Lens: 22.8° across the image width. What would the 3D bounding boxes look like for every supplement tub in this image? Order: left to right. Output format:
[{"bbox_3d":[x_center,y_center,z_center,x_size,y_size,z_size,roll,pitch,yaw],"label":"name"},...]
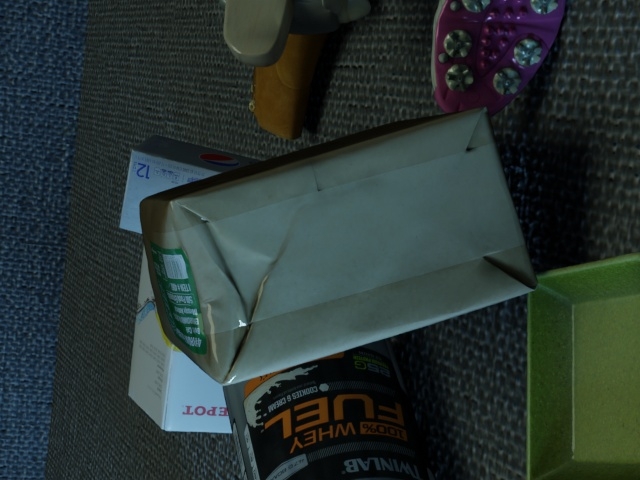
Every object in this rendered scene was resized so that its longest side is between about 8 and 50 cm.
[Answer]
[{"bbox_3d":[0.015,0.236,1.635,0.316,0.194,0.193,-107,30,-43],"label":"supplement tub"}]

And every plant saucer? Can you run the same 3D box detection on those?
[{"bbox_3d":[0.233,0.113,1.298,0.188,0.045,0.188,162,110,-68],"label":"plant saucer"}]

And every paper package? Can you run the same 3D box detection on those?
[{"bbox_3d":[0.000,0.000,1.466,0.325,0.310,0.168,-169,63,-77],"label":"paper package"}]

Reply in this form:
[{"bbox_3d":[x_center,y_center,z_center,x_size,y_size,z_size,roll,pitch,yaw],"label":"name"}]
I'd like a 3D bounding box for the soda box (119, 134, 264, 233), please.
[{"bbox_3d":[-0.075,-0.034,1.790,0.091,0.286,0.098,-56,-22,-70],"label":"soda box"}]

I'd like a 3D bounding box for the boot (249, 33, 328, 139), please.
[{"bbox_3d":[-0.025,-0.228,1.984,0.295,0.104,0.211,-135,47,-69],"label":"boot"}]

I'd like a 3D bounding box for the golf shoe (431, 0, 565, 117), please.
[{"bbox_3d":[0.168,-0.263,1.482,0.140,0.115,0.306,-126,50,-74],"label":"golf shoe"}]

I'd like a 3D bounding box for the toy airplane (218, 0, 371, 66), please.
[{"bbox_3d":[-0.019,-0.397,1.741,0.386,0.272,0.384,-48,43,5],"label":"toy airplane"}]

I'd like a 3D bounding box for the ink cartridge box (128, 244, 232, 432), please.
[{"bbox_3d":[-0.114,0.091,1.991,0.197,0.198,0.270,-159,75,-68],"label":"ink cartridge box"}]
